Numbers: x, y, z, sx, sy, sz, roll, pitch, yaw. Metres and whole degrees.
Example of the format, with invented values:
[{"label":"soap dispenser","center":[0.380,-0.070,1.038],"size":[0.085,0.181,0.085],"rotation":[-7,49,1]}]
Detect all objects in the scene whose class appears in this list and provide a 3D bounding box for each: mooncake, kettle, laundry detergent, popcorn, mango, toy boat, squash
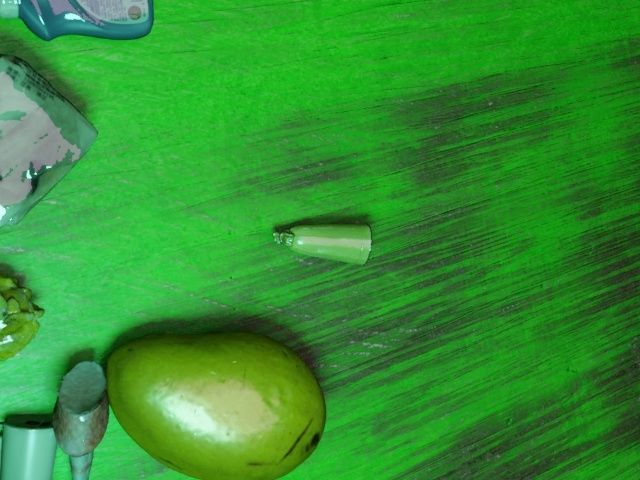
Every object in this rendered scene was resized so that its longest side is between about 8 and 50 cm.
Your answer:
[{"label":"mooncake","center":[-0.552,-0.180,1.358],"size":[0.250,0.136,0.254],"rotation":[-47,116,-16]},{"label":"kettle","center":[-0.537,0.396,1.409],"size":[0.126,0.098,0.148],"rotation":[6,92,-33]},{"label":"laundry detergent","center":[-0.456,-0.436,1.430],"size":[0.289,0.094,0.144],"rotation":[-8,102,-24]},{"label":"popcorn","center":[-0.580,0.129,1.363],"size":[0.173,0.142,0.174],"rotation":[-3,111,-9]},{"label":"mango","center":[-0.199,0.308,1.515],"size":[0.444,0.220,0.302],"rotation":[26,82,-22]},{"label":"toy boat","center":[-0.432,0.372,1.430],"size":[0.096,0.206,0.283],"rotation":[-2,116,-16]},{"label":"squash","center":[0.000,0.000,1.677],"size":[0.224,0.094,0.095],"rotation":[5,89,-22]}]
